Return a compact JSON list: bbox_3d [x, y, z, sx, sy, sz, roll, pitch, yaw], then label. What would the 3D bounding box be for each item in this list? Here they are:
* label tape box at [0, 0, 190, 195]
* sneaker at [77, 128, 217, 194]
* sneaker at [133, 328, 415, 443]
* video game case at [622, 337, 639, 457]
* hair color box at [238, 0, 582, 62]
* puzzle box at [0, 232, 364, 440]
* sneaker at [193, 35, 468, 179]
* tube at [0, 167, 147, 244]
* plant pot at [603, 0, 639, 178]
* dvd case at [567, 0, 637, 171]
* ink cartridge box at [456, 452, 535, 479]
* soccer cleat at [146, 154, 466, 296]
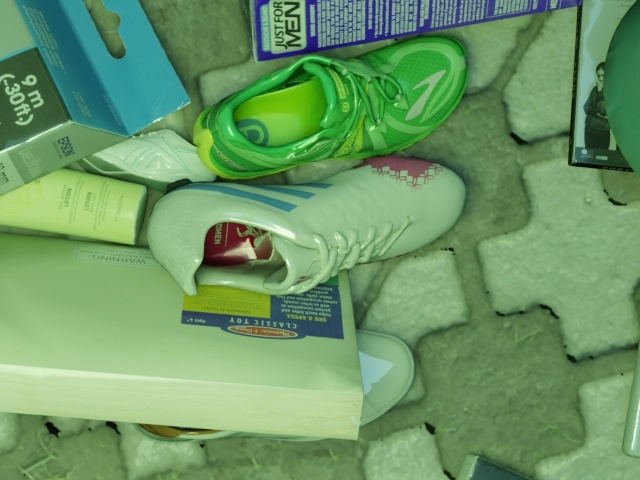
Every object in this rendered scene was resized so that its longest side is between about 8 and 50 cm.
[{"bbox_3d":[-0.337,-0.176,1.604,0.348,0.115,0.249,-26,74,-6],"label":"label tape box"},{"bbox_3d":[-0.176,-0.083,1.668,0.152,0.053,0.061,15,68,-7],"label":"sneaker"},{"bbox_3d":[-0.041,0.150,1.617,0.290,0.123,0.105,-11,83,-8],"label":"sneaker"},{"bbox_3d":[0.482,0.083,1.702,0.300,0.036,0.328,10,88,-5],"label":"video game case"},{"bbox_3d":[0.079,-0.302,1.649,0.339,0.110,0.185,-10,55,-7],"label":"hair color box"},{"bbox_3d":[-0.168,0.083,1.542,0.409,0.272,0.052,6,113,-4],"label":"puzzle box"},{"bbox_3d":[0.022,-0.131,1.644,0.296,0.123,0.109,-20,87,-15],"label":"sneaker"},{"bbox_3d":[-0.295,-0.046,1.646,0.240,0.062,0.070,11,40,2],"label":"tube"},{"bbox_3d":[0.446,-0.177,1.587,0.293,0.235,0.293,2,75,-7],"label":"plant pot"},{"bbox_3d":[0.355,-0.189,1.736,0.179,0.029,0.238,5,83,-5],"label":"dvd case"},{"bbox_3d":[0.205,0.348,1.658,0.206,0.045,0.208,23,84,-3],"label":"ink cartridge box"},{"bbox_3d":[0.000,0.000,1.598,0.331,0.143,0.116,-7,124,-17],"label":"soccer cleat"}]
